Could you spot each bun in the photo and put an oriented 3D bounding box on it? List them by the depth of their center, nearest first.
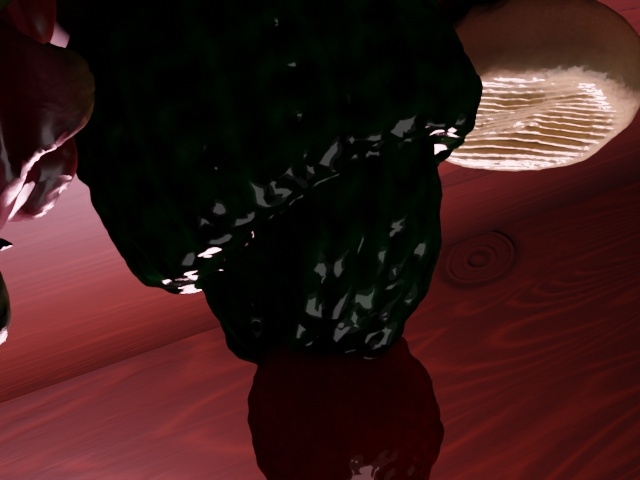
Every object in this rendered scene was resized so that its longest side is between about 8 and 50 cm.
[{"bbox_3d":[0.169,-0.147,0.911,0.222,0.128,0.222,5,161,2],"label":"bun"}]

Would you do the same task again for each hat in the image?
[{"bbox_3d":[0.000,0.000,0.636,0.242,0.332,0.274,-21,174,5],"label":"hat"}]

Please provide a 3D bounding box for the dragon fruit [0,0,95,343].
[{"bbox_3d":[-0.210,-0.041,0.334,0.272,0.198,0.218,7,110,-32],"label":"dragon fruit"}]
